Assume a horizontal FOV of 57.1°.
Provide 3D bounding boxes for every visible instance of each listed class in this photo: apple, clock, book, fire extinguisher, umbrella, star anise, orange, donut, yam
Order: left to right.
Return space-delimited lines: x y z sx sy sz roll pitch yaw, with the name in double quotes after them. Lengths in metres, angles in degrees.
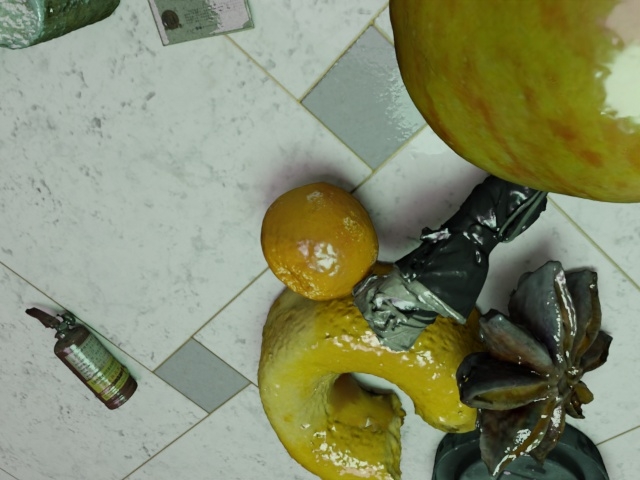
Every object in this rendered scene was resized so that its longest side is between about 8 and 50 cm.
-0.339 -0.299 0.716 0.108 0.194 0.107 8 124 12 "yam"
-0.478 0.226 1.153 0.106 0.075 0.252 -25 114 26 "fire extinguisher"
-0.172 -0.356 0.745 0.139 0.016 0.198 -5 120 16 "book"
0.000 0.003 0.846 0.178 0.155 0.177 39 166 11 "orange"
0.062 0.246 0.985 0.378 0.163 0.435 27 124 -4 "donut"
0.194 -0.002 0.764 0.357 0.106 0.113 -45 108 6 "umbrella"
0.369 0.449 1.100 0.319 0.066 0.318 6 124 10 "clock"
0.307 0.177 0.843 0.118 0.332 0.331 23 136 48 "star anise"
0.245 -0.230 0.495 0.334 0.400 0.400 27 127 -31 "apple"
